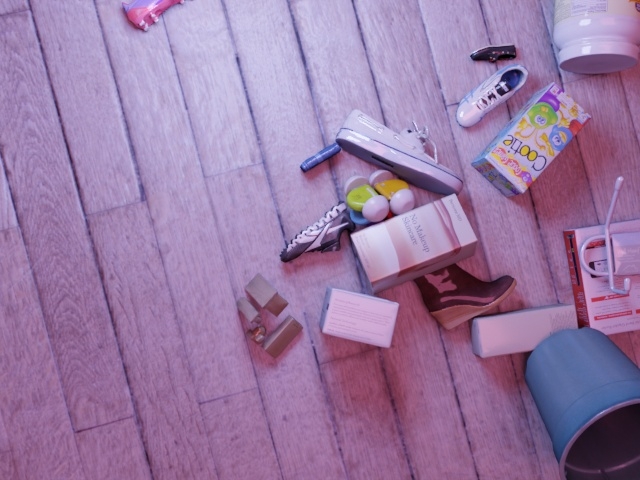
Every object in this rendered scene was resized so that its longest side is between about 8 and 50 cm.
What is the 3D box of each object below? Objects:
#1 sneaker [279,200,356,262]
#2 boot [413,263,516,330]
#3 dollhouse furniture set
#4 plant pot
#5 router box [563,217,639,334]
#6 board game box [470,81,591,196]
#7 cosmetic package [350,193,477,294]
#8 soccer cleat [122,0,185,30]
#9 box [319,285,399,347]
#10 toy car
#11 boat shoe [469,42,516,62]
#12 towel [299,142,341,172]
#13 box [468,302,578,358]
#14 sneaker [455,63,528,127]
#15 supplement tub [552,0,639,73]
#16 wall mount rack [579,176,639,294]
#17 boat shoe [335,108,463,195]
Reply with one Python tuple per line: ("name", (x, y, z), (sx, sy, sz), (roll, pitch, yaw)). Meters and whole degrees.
("sneaker", (0.000, 0.000, 1.872), (0.234, 0.078, 0.106), (-38, 89, -5))
("boot", (0.386, 0.105, 1.886), (0.248, 0.090, 0.206), (-31, 93, 0))
("dollhouse furniture set", (-0.146, 0.204, 1.885), (0.144, 0.123, 0.151), (-48, 127, -3))
("plant pot", (0.695, 0.414, 1.742), (0.341, 0.334, 0.341), (-3, 119, -6))
("router box", (0.869, 0.092, 1.920), (0.336, 0.082, 0.301), (-8, 89, -4))
("board game box", (0.566, -0.268, 1.879), (0.142, 0.144, 0.275), (43, 87, -2))
("cosmetic package", (0.244, 0.012, 1.824), (0.296, 0.129, 0.153), (-23, 70, -2))
("soccer cleat", (-0.416, -0.668, 1.862), (0.248, 0.083, 0.095), (-38, 87, -1))
("box", (0.097, 0.197, 1.822), (0.182, 0.181, 0.119), (13, 87, -3))
("toy car", (0.153, -0.097, 1.858), (0.182, 0.159, 0.136), (-15, 132, -23))
("boat shoe", (0.481, -0.516, 1.925), (0.133, 0.049, 0.042), (-10, 81, -8))
("towel", (-0.001, -0.226, 1.881), (0.119, 0.067, 0.029), (-31, 92, -3))
("box", (0.554, 0.245, 1.892), (0.275, 0.094, 0.113), (-7, 89, -3))
("sneaker", (0.469, -0.402, 1.905), (0.237, 0.086, 0.085), (-40, 93, -2))
("supplement tub", (0.747, -0.631, 1.852), (0.236, 0.235, 0.324), (3, 89, -3))
("wall mount rack", (0.868, -0.018, 1.815), (0.350, 0.130, 0.304), (-5, 89, -4))
("boat shoe", (0.235, -0.257, 1.876), (0.367, 0.136, 0.156), (26, 80, 5))
